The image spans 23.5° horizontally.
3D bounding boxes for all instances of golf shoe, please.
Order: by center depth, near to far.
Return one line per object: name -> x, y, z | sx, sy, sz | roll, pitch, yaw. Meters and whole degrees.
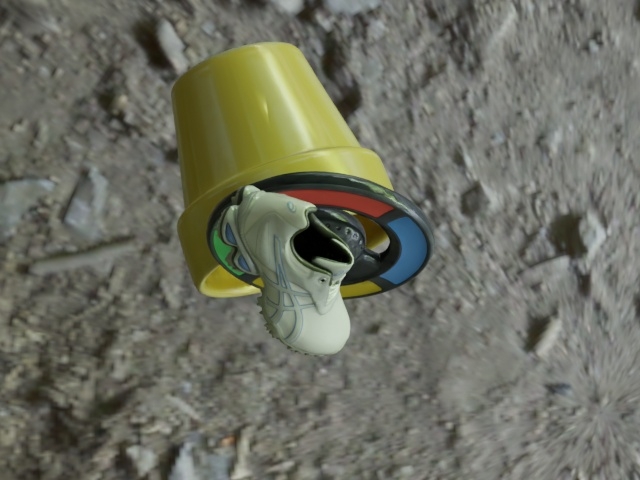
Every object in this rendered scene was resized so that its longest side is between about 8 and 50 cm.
golf shoe -> -0.007, 0.031, 1.172 | 0.086, 0.176, 0.069 | 1, 53, 34

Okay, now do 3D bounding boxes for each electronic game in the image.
electronic game -> 0.000, 0.000, 1.542 | 0.229, 0.229, 0.048 | -2, 59, 10

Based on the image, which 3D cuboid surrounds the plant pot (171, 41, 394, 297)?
plant pot -> -0.060, -0.089, 1.782 | 0.254, 0.254, 0.239 | -21, 75, 7
